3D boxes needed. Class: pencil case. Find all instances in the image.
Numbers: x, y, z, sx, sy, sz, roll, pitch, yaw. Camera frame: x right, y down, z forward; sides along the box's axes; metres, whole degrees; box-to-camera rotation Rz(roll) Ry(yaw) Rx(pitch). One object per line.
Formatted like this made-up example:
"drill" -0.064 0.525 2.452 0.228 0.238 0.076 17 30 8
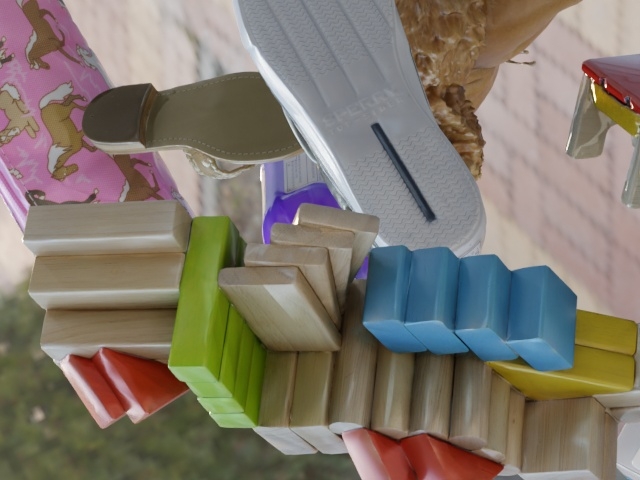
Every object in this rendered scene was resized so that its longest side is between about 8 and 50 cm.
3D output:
"pencil case" -0.258 -0.104 1.688 0.386 0.160 0.167 59 -178 -5

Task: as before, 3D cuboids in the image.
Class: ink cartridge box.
"ink cartridge box" 0.349 0.203 1.774 0.090 0.092 0.143 27 175 22

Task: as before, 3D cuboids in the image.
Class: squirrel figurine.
"squirrel figurine" 0.123 -0.221 2.024 0.281 0.397 0.370 32 145 4

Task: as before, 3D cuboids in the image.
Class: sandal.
"sandal" -0.090 -0.093 1.590 0.240 0.088 0.079 3 156 28

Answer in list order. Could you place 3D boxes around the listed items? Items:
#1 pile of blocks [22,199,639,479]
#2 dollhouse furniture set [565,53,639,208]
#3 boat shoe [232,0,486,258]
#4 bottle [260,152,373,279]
"pile of blocks" 0.022 0.069 0.922 0.149 0.362 0.112 109 169 -64
"dollhouse furniture set" 0.335 -0.060 1.135 0.374 0.201 0.152 -129 38 -56
"boat shoe" 0.019 -0.101 1.361 0.119 0.121 0.335 91 158 -66
"bottle" 0.000 0.000 1.581 0.283 0.092 0.118 -95 -19 -66
